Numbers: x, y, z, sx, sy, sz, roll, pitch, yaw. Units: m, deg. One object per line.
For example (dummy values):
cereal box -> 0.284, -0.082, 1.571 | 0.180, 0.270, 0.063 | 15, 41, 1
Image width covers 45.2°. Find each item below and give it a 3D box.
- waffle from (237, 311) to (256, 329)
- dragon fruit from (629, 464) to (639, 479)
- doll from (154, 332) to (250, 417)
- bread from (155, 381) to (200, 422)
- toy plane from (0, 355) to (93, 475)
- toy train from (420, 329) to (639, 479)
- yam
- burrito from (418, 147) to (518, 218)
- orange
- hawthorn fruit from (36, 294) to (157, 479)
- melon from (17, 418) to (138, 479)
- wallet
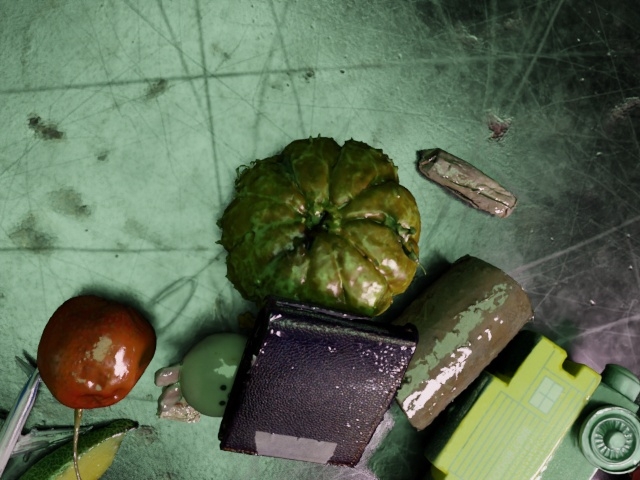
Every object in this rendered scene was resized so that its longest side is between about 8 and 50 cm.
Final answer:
waffle -> -0.041, 0.201, 1.244 | 0.229, 0.051, 0.231 | -21, 98, -10
dragon fruit -> 0.675, 0.433, 1.283 | 0.303, 0.231, 0.237 | 13, 104, 9
doll -> -0.106, 0.202, 1.153 | 0.275, 0.113, 0.154 | 0, 117, -7
bread -> -0.219, 0.248, 1.223 | 0.070, 0.035, 0.083 | 14, 88, -11
toy plane -> -0.470, 0.287, 1.172 | 0.226, 0.058, 0.226 | 25, 93, -22
toy train -> 0.319, 0.354, 1.242 | 0.272, 0.179, 0.442 | 34, 87, 6
yam -> 0.198, 0.156, 1.226 | 0.268, 0.161, 0.161 | -44, 99, -3
burrito -> 0.242, -0.096, 1.274 | 0.188, 0.045, 0.058 | 31, 63, -8
orange -> 0.000, 0.000, 1.147 | 0.301, 0.223, 0.300 | -27, 71, -5
hawthorn fruit -> -0.351, 0.223, 1.140 | 0.165, 0.165, 0.285 | 19, 90, -10
melon -> -0.389, 0.375, 1.192 | 0.262, 0.053, 0.114 | -42, 122, -8
wallet -> -0.008, 0.204, 1.074 | 0.221, 0.071, 0.262 | 11, 116, -18
